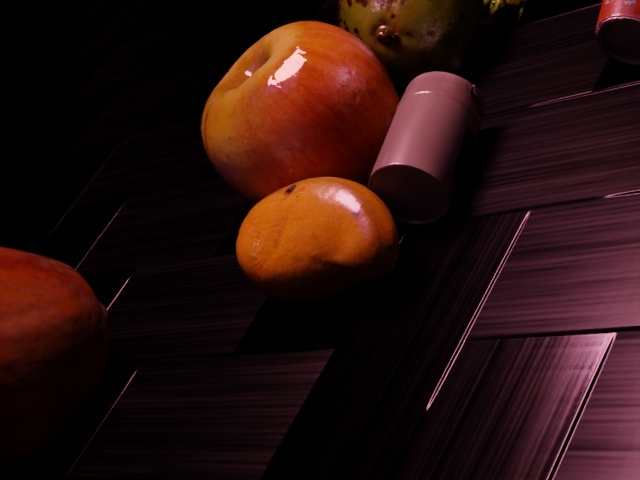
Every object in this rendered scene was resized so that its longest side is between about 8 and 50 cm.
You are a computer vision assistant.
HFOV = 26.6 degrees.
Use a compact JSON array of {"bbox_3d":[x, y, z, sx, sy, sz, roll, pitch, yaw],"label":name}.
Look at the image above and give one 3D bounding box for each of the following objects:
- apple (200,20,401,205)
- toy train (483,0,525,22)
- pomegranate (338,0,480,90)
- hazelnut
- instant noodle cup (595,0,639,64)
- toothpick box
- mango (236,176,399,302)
[{"bbox_3d":[-0.021,-0.158,1.847,0.286,0.233,0.286,-37,25,20],"label":"apple"},{"bbox_3d":[0.260,-0.397,2.015,0.249,0.053,0.085,-104,27,-61],"label":"toy train"},{"bbox_3d":[0.137,-0.325,1.955,0.211,0.211,0.263,-24,6,31],"label":"pomegranate"},{"bbox_3d":[-0.476,0.163,1.873,0.366,0.366,0.365,-31,28,19],"label":"hazelnut"},{"bbox_3d":[0.395,-0.292,1.647,0.127,0.127,0.135,-7,50,48],"label":"instant noodle cup"},{"bbox_3d":[0.136,-0.119,1.719,0.111,0.111,0.180,-17,36,39],"label":"toothpick box"},{"bbox_3d":[0.003,0.001,1.693,0.262,0.109,0.157,0,79,41],"label":"mango"}]
